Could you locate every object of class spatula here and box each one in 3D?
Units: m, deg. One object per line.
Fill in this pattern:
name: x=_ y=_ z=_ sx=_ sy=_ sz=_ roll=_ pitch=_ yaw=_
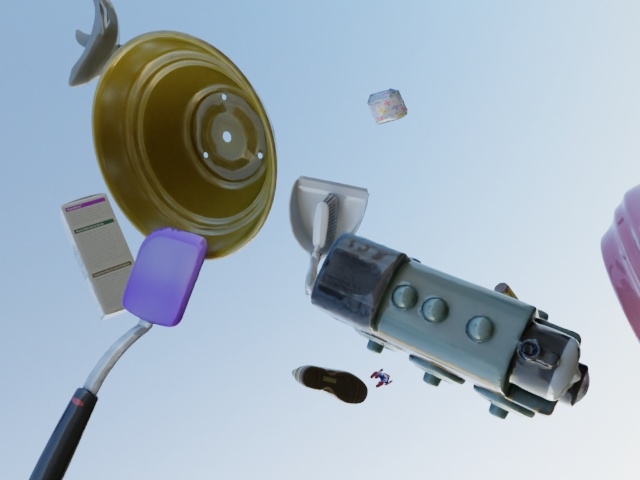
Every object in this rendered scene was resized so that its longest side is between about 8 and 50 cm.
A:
spatula: x=-0.197 y=0.120 z=0.535 sx=0.296 sy=0.084 sz=0.030 roll=-64 pitch=-30 yaw=-20

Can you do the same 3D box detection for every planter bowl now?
planter bowl: x=-0.115 y=-0.096 z=0.576 sx=0.090 sy=0.217 sz=0.217 roll=-38 pitch=-60 yaw=-56

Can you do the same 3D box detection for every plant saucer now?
plant saucer: x=0.446 y=0.091 z=0.711 sx=0.332 sy=0.084 sz=0.332 roll=35 pitch=-142 yaw=-33

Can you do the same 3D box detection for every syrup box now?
syrup box: x=-0.438 y=0.033 z=1.167 sx=0.096 sy=0.093 sz=0.237 roll=-21 pitch=-95 yaw=-29

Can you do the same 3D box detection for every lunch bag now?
lunch bag: x=0.168 y=-0.332 z=1.423 sx=0.071 sy=0.083 sz=0.053 roll=55 pitch=-138 yaw=-34

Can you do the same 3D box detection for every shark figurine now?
shark figurine: x=-0.449 y=-0.456 z=1.152 sx=0.166 sy=0.116 sz=0.278 roll=-14 pitch=-101 yaw=-13

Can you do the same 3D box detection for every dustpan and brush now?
dustpan and brush: x=0.000 y=0.000 z=1.053 sx=0.060 sy=0.147 sz=0.211 roll=-33 pitch=-47 yaw=-64

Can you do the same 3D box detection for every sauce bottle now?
sauce bottle: x=0.503 y=0.164 z=1.520 sx=0.128 sy=0.042 sz=0.042 roll=50 pitch=-124 yaw=-25

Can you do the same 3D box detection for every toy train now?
toy train: x=0.145 y=0.100 z=0.686 sx=0.142 sy=0.334 sz=0.190 roll=-63 pitch=-30 yaw=-7

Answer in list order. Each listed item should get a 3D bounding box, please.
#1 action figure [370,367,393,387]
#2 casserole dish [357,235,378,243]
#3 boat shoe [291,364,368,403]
action figure: x=0.133 y=0.293 z=1.229 sx=0.030 sy=0.038 sz=0.115 roll=-39 pitch=-18 yaw=4
casserole dish: x=0.101 y=0.029 z=1.430 sx=0.114 sy=0.188 sz=0.037 roll=25 pitch=-105 yaw=-9
boat shoe: x=0.021 y=0.319 z=1.310 sx=0.190 sy=0.072 sz=0.068 roll=29 pitch=-109 yaw=-27
